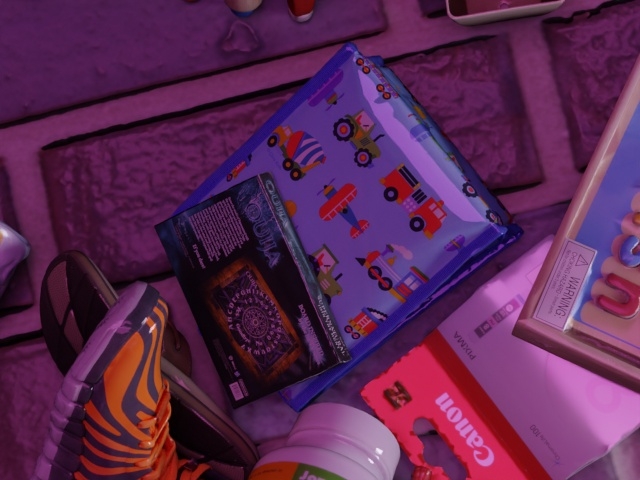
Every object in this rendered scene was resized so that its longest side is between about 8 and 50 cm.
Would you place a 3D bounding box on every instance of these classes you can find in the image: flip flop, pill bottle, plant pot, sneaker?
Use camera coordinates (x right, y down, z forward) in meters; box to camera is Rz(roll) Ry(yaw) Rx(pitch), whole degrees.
[{"bbox_3d":[-0.154,0.121,1.663,0.277,0.080,0.112,44,131,1],"label":"flip flop"},{"bbox_3d":[-0.016,0.265,1.555,0.136,0.136,0.245,18,51,9],"label":"pill bottle"},{"bbox_3d":[0.169,-0.254,1.679,0.109,0.096,0.109,-8,80,6],"label":"plant pot"},{"bbox_3d":[-0.143,0.178,1.578,0.180,0.321,0.124,28,45,4],"label":"sneaker"}]

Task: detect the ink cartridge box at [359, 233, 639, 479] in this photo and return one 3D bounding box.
[{"bbox_3d":[0.180,0.136,1.636,0.232,0.066,0.189,-37,79,-4],"label":"ink cartridge box"}]

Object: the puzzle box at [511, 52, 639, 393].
[{"bbox_3d":[0.377,-0.040,1.611,0.272,0.052,0.409,24,77,7],"label":"puzzle box"}]

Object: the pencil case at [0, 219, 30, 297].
[{"bbox_3d":[-0.379,0.086,1.675,0.113,0.124,0.273,27,86,10],"label":"pencil case"}]

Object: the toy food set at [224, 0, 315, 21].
[{"bbox_3d":[-0.025,-0.282,1.725,0.232,0.104,0.111,-23,64,-15],"label":"toy food set"}]

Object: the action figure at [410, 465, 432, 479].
[{"bbox_3d":[0.079,0.359,1.599,0.091,0.139,0.280,15,64,14],"label":"action figure"}]

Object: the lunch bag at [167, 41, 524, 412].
[{"bbox_3d":[0.000,0.000,1.652,0.293,0.138,0.221,-40,80,11],"label":"lunch bag"}]

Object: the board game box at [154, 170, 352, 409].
[{"bbox_3d":[-0.062,0.046,1.622,0.126,0.026,0.186,-25,87,28],"label":"board game box"}]
